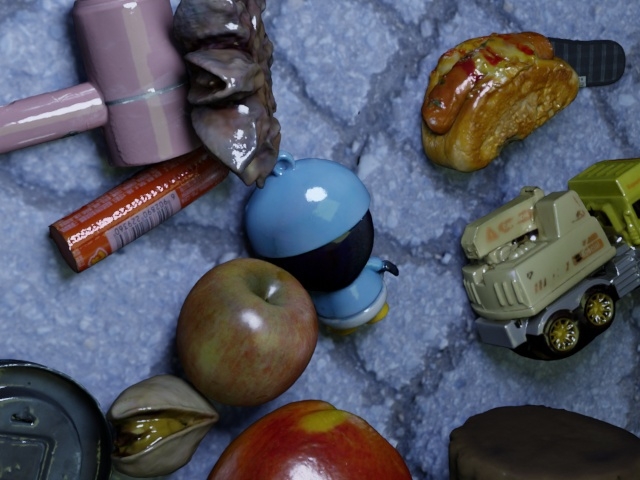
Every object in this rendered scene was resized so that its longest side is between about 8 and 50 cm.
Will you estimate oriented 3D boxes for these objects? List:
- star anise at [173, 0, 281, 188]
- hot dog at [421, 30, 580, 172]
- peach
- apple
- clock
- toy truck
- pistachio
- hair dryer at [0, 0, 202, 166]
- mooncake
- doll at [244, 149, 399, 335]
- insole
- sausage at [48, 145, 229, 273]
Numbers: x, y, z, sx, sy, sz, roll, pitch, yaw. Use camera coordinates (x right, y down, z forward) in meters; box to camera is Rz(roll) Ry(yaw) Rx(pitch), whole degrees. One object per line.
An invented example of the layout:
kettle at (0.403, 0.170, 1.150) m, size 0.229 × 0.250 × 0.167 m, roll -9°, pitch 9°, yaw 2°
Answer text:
star anise at (-0.110, -0.221, 1.461) m, size 0.108 × 0.315 × 0.315 m, roll -2°, pitch 103°, yaw 8°
hot dog at (0.254, -0.225, 1.754) m, size 0.256 × 0.150 × 0.153 m, roll -36°, pitch 118°, yaw -13°
peach at (-0.032, 0.387, 1.608) m, size 0.332 × 0.308 × 0.308 m, roll -50°, pitch 120°, yaw -9°
apple at (-0.100, 0.125, 1.569) m, size 0.188 × 0.188 × 0.174 m, roll 12°, pitch 124°, yaw -33°
clock at (-0.402, 0.283, 1.491) m, size 0.280 × 0.055 × 0.281 m, roll -6°, pitch 102°, yaw -31°
toy truck at (0.409, 0.012, 1.882) m, size 0.405 × 0.180 × 0.254 m, roll -31°, pitch 106°, yaw -21°
pistachio at (-0.208, 0.241, 1.535) m, size 0.131 × 0.206 × 0.129 m, roll -16°, pitch 86°, yaw 10°
hair dryer at (-0.328, -0.173, 1.426) m, size 0.352 × 0.125 × 0.210 m, roll -19°, pitch 108°, yaw -21°
mooncake at (0.351, 0.389, 1.831) m, size 0.324 × 0.324 × 0.187 m, roll -5°, pitch 103°, yaw -31°
doll at (0.000, 0.000, 1.645) m, size 0.177 × 0.141 × 0.314 m, roll -22°, pitch 127°, yaw 5°
insole at (0.377, -0.275, 1.903) m, size 0.309 × 0.012 × 0.110 m, roll -8°, pitch 102°, yaw -30°
sausage at (-0.220, -0.057, 1.533) m, size 0.274 × 0.074 × 0.074 m, roll -34°, pitch 115°, yaw -22°
